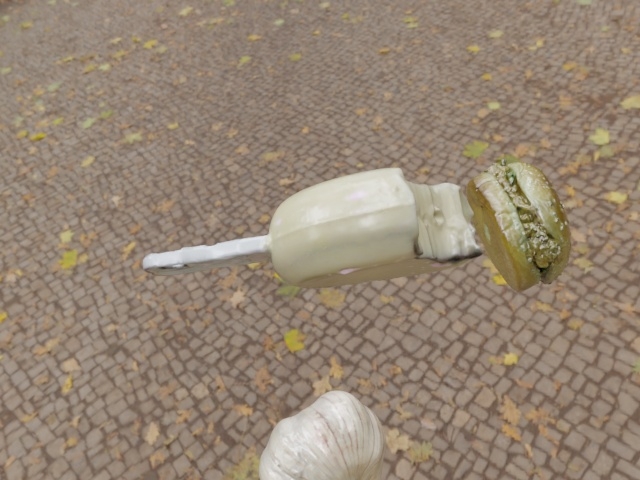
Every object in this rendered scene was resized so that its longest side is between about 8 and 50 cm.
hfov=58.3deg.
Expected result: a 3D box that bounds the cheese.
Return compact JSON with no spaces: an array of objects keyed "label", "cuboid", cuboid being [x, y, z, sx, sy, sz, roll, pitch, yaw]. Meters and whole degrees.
[{"label":"cheese","cuboid":[-0.002,0.004,0.467,0.248,0.163,0.071,-13,79,17]}]

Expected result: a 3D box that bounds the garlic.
[{"label":"garlic","cuboid":[0.036,0.339,0.789,0.199,0.199,0.226,-32,48,-20]}]

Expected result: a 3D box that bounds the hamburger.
[{"label":"hamburger","cuboid":[0.314,-0.018,0.890,0.122,0.189,0.215,-19,40,5]}]
